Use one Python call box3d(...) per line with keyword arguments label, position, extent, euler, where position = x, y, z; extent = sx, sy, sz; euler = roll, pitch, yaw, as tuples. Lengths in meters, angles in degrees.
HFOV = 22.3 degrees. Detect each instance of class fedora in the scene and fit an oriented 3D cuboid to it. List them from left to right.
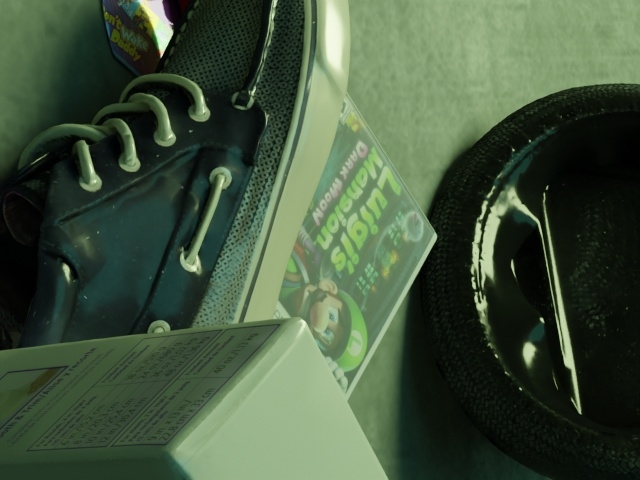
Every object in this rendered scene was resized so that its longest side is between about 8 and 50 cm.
box3d(label="fedora", position=(0.228, 0.050, 1.236), extent=(0.152, 0.334, 0.334), euler=(80, 24, -61))

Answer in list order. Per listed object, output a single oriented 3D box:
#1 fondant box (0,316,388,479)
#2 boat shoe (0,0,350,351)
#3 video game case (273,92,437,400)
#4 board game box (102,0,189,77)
box3d(label="fondant box", position=(-0.101, 0.167, 0.724), extent=(0.096, 0.330, 0.238), euler=(-48, 119, -44))
box3d(label="boat shoe", position=(-0.093, -0.046, 0.917), extent=(0.158, 0.127, 0.341), euler=(23, 72, -41))
box3d(label="video game case", position=(0.000, 0.000, 1.106), extent=(0.173, 0.022, 0.190), euler=(56, 47, -29))
box3d(label="board game box", position=(-0.068, -0.145, 1.045), extent=(0.168, 0.033, 0.133), euler=(41, 54, -37))
